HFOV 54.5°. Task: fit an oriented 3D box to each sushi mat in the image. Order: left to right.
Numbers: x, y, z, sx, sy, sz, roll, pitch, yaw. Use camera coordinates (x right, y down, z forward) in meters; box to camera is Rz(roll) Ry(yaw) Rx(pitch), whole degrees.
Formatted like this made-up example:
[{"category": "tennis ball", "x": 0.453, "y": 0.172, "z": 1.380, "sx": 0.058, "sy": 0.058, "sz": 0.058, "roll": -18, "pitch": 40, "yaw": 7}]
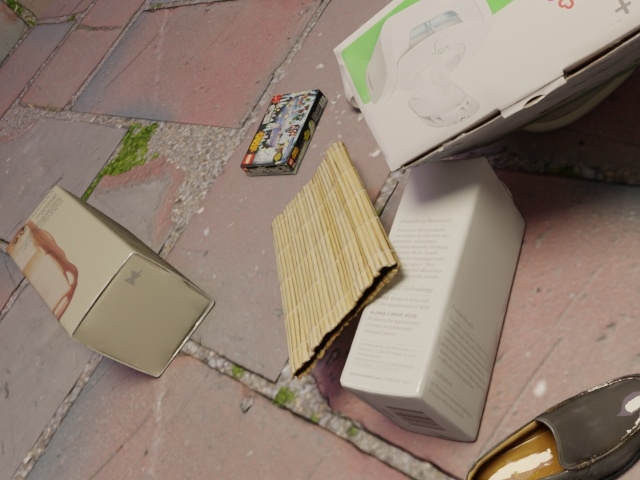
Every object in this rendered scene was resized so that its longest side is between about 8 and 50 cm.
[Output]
[{"category": "sushi mat", "x": 0.000, "y": 0.000, "z": 0.674, "sx": 0.151, "sy": 0.019, "sz": 0.316, "roll": -53, "pitch": 22, "yaw": 19}]

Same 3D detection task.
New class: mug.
[{"category": "mug", "x": 0.063, "y": -0.220, "z": 0.854, "sx": 0.078, "sy": 0.062, "sz": 0.064, "roll": -20, "pitch": 56, "yaw": 33}]

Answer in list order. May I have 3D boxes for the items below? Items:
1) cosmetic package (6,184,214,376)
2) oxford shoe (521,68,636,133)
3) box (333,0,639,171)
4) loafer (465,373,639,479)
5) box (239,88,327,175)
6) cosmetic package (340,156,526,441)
[{"category": "cosmetic package", "x": -0.302, "y": 0.047, "z": 0.865, "sx": 0.296, "sy": 0.153, "sz": 0.129, "roll": 27, "pitch": 79, "yaw": 47}, {"category": "oxford shoe", "x": 0.306, "y": -0.317, "z": 0.608, "sx": 0.169, "sy": 0.130, "sz": 0.449, "roll": 41, "pitch": 110, "yaw": 26}, {"category": "box", "x": 0.187, "y": -0.176, "z": 0.517, "sx": 0.262, "sy": 0.231, "sz": 0.127, "roll": -28, "pitch": 85, "yaw": 40}, {"category": "loafer", "x": 0.187, "y": 0.156, "z": 0.474, "sx": 0.170, "sy": 0.061, "sz": 0.062, "roll": -40, "pitch": 42, "yaw": 5}, {"category": "box", "x": -0.054, "y": -0.159, "z": 0.918, "sx": 0.094, "sy": 0.027, "sz": 0.137, "roll": 1, "pitch": 60, "yaw": 39}, {"category": "cosmetic package", "x": 0.111, "y": 0.050, "z": 0.572, "sx": 0.085, "sy": 0.117, "sz": 0.231, "roll": -1, "pitch": 57, "yaw": 39}]
